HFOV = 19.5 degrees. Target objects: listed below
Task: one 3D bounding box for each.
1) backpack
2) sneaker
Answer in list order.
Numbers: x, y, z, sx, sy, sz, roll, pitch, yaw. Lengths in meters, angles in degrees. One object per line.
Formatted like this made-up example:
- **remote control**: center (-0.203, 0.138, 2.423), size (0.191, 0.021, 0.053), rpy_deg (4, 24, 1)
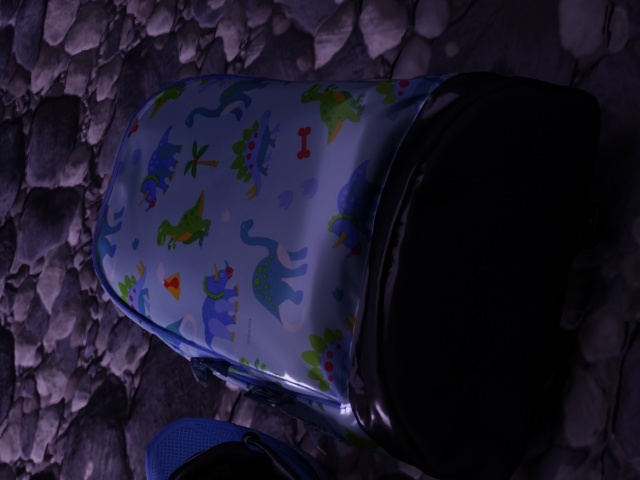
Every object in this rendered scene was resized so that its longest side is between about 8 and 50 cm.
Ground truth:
- **backpack**: center (0.000, 0.000, 1.369), size (0.355, 0.273, 0.290), rpy_deg (17, 93, 64)
- **sneaker**: center (-0.054, 0.187, 1.355), size (0.130, 0.147, 0.330), rpy_deg (-44, 27, -11)
